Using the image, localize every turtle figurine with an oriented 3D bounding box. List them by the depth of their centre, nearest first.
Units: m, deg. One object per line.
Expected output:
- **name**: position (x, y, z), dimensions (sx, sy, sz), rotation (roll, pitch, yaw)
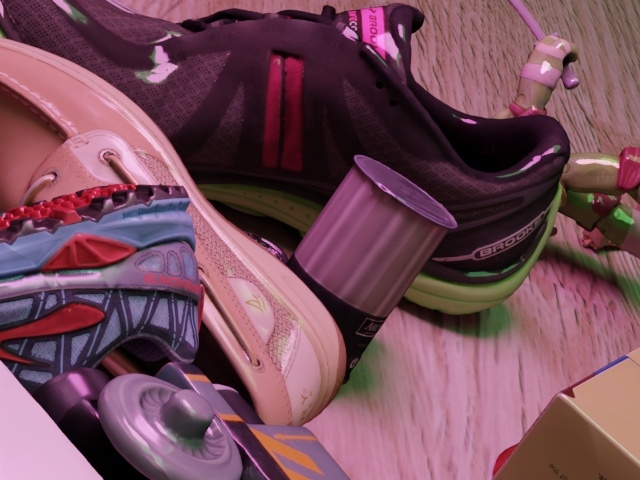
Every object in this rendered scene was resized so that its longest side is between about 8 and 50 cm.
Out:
- **turtle figurine**: position (0.217, -0.101, 1.350), dimensions (0.266, 0.197, 0.274), rotation (21, 30, -3)

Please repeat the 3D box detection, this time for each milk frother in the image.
- **milk frother**: position (0.000, 0.000, 1.014), dimensions (0.143, 0.134, 0.129), rotation (36, 12, 4)

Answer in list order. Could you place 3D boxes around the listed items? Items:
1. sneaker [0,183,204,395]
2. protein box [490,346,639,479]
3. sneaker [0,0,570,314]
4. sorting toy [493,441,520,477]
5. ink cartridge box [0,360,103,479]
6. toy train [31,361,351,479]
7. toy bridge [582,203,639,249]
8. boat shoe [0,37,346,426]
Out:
- **sneaker**: position (-0.172, 0.054, 0.754), dimensions (0.262, 0.125, 0.104), rotation (-17, 8, -25)
- **protein box**: position (0.170, 0.200, 0.773), dimensions (0.200, 0.201, 0.136), rotation (42, 28, 20)
- **sneaker**: position (-0.025, -0.115, 1.117), dimensions (0.483, 0.202, 0.185), rotation (21, 27, -21)
- **sorting toy**: position (0.249, 0.218, 0.916), dimensions (0.127, 0.126, 0.365), rotation (11, 32, -37)
- **ink cartridge box**: position (-0.227, 0.138, 0.458), dimensions (0.115, 0.198, 0.273), rotation (43, 28, 26)
- **toy train**: position (-0.012, 0.188, 0.692), dimensions (0.334, 0.142, 0.190), rotation (46, 17, 31)
- **toy bridge**: position (0.328, -0.023, 1.489), dimensions (0.188, 0.063, 0.026), rotation (-20, 54, -34)
- **boat shoe**: position (-0.136, -0.004, 0.895), dimensions (0.341, 0.121, 0.110), rotation (38, 26, 11)
